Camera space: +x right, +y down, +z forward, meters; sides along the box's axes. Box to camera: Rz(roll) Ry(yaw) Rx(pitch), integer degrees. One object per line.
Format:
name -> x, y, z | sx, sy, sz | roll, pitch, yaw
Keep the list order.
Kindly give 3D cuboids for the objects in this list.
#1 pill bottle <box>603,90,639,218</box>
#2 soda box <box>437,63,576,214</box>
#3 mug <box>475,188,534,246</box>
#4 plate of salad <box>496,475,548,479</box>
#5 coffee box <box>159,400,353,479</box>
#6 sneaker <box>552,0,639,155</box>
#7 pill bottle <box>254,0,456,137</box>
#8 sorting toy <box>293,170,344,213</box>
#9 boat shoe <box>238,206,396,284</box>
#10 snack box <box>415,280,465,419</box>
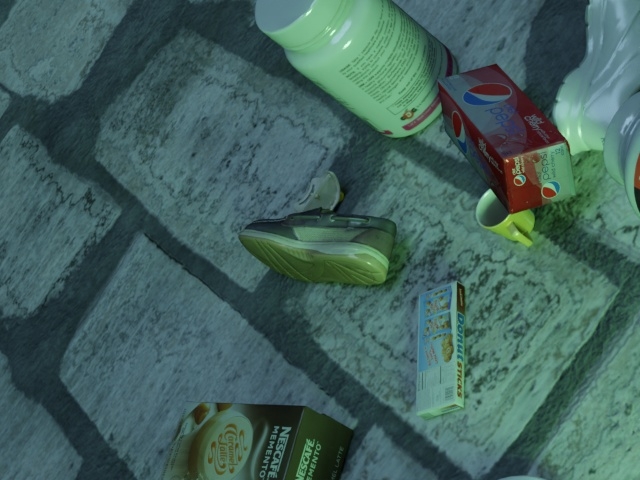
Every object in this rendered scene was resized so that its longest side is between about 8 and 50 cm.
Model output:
pill bottle -> 0.461, -0.063, 1.712 | 0.181, 0.181, 0.323 | -56, 39, 1
soda box -> 0.235, -0.136, 2.016 | 0.092, 0.083, 0.263 | -16, 30, -8
mug -> 0.242, -0.024, 2.006 | 0.062, 0.064, 0.078 | -17, 53, 38
plate of salad -> 0.213, 0.362, 1.784 | 0.200, 0.048, 0.200 | -24, 41, 23
coffee box -> -0.092, 0.297, 2.103 | 0.246, 0.098, 0.141 | -5, 61, 44
sneaker -> 0.396, -0.239, 1.985 | 0.129, 0.111, 0.297 | 9, 75, 34
pill bottle -> 0.050, -0.278, 2.206 | 0.160, 0.283, 0.160 | -25, 48, 32
sorting toy -> -0.009, -0.064, 2.315 | 0.083, 0.045, 0.075 | -54, 30, -5
boat shoe -> 0.000, 0.000, 2.220 | 0.285, 0.103, 0.092 | 6, 59, 49
snack box -> 0.155, 0.140, 2.016 | 0.064, 0.022, 0.178 | -23, 50, 36
